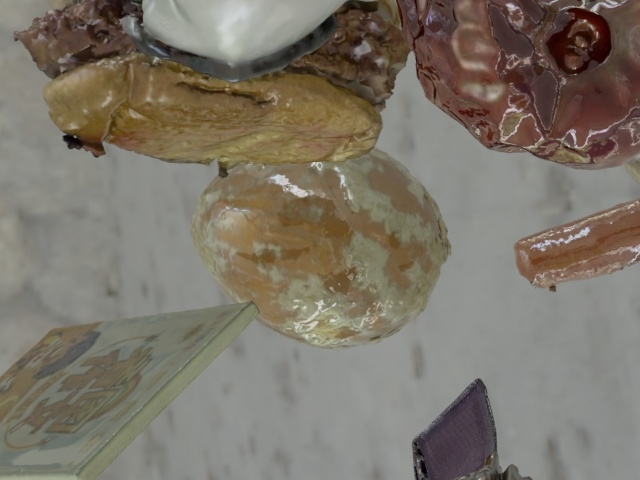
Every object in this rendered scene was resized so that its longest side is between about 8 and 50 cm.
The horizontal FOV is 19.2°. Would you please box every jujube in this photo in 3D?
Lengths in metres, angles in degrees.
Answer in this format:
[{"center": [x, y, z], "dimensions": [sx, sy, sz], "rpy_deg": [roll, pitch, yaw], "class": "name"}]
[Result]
[{"center": [0.144, -0.159, 1.087], "dimensions": [0.232, 0.212, 0.213], "rpy_deg": [-72, -16, -62], "class": "jujube"}]

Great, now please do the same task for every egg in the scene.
[{"center": [0.000, 0.000, 1.781], "dimensions": [0.203, 0.245, 0.203], "rpy_deg": [-166, 90, -81], "class": "egg"}]

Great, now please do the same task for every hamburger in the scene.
[{"center": [-0.059, -0.141, 1.450], "dimensions": [0.282, 0.245, 0.155], "rpy_deg": [26, -124, -62], "class": "hamburger"}]

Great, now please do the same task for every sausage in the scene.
[{"center": [0.384, -0.017, 2.206], "dimensions": [0.087, 0.326, 0.079], "rpy_deg": [-26, -83, -74], "class": "sausage"}]

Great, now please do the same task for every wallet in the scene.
[{"center": [0.155, 0.240, 2.155], "dimensions": [0.030, 0.166, 0.111], "rpy_deg": [5, 116, 30], "class": "wallet"}]

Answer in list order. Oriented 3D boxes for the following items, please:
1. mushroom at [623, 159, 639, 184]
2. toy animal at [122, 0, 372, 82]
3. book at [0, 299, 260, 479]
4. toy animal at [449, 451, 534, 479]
[{"center": [0.306, -0.123, 1.598], "dimensions": [0.206, 0.209, 0.206], "rpy_deg": [37, 141, 36], "class": "mushroom"}, {"center": [-0.040, -0.262, 1.207], "dimensions": [0.247, 0.183, 0.310], "rpy_deg": [34, 144, 20], "class": "toy animal"}, {"center": [-0.199, 0.126, 1.498], "dimensions": [0.295, 0.208, 0.020], "rpy_deg": [-10, 117, 50], "class": "book"}, {"center": [0.023, 0.256, 1.437], "dimensions": [0.225, 0.302, 0.284], "rpy_deg": [53, -170, 0], "class": "toy animal"}]
